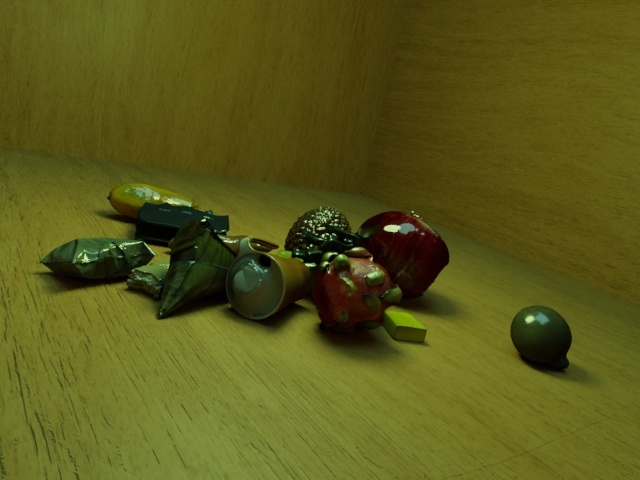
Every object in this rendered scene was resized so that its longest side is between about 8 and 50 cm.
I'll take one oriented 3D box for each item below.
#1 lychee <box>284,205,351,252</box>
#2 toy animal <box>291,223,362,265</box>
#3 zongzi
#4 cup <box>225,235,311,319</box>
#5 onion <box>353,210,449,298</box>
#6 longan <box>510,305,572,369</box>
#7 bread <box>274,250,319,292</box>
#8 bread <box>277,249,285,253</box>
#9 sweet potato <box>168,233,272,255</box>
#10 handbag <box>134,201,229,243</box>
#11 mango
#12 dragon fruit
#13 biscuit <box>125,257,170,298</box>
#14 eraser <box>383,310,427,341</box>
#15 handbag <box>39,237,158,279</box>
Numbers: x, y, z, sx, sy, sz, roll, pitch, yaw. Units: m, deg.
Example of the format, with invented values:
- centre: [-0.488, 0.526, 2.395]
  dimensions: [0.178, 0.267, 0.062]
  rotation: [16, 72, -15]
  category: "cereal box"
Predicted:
- centre: [0.000, 0.000, 1.964]
  dimensions: [0.267, 0.268, 0.267]
  rotation: [12, 13, -3]
  category: "lychee"
- centre: [0.016, 0.031, 1.595]
  dimensions: [0.146, 0.115, 0.245]
  rotation: [22, -18, -39]
  category: "toy animal"
- centre: [-0.319, 0.130, 1.461]
  dimensions: [0.138, 0.300, 0.286]
  rotation: [-7, -38, 26]
  category: "zongzi"
- centre: [-0.141, 0.098, 1.514]
  dimensions: [0.182, 0.226, 0.264]
  rotation: [-19, -8, 21]
  category: "cup"
- centre: [0.267, 0.043, 1.914]
  dimensions: [0.341, 0.342, 0.341]
  rotation: [12, 13, -3]
  category: "onion"
- centre: [0.660, 0.292, 1.591]
  dimensions: [0.184, 0.159, 0.204]
  rotation: [-22, 73, -42]
  category: "longan"
- centre: [0.022, 0.125, 1.747]
  dimensions: [0.383, 0.112, 0.166]
  rotation: [12, 11, 5]
  category: "bread"
- centre: [-0.113, 0.061, 2.094]
  dimensions: [0.110, 0.025, 0.110]
  rotation: [12, 14, -3]
  category: "bread"
- centre: [-0.343, 0.025, 1.861]
  dimensions: [0.354, 0.095, 0.106]
  rotation: [4, -6, -5]
  category: "sweet potato"
- centre: [-0.508, -0.054, 1.998]
  dimensions: [0.325, 0.119, 0.269]
  rotation: [11, 20, -13]
  category: "handbag"
- centre: [-0.660, -0.142, 2.145]
  dimensions: [0.359, 0.144, 0.187]
  rotation: [11, -2, -23]
  category: "mango"
- centre: [0.093, 0.140, 1.496]
  dimensions: [0.243, 0.228, 0.307]
  rotation: [1, -10, -9]
  category: "dragon fruit"
- centre: [-0.431, 0.100, 1.518]
  dimensions: [0.108, 0.062, 0.239]
  rotation: [17, 14, 15]
  category: "biscuit"
- centre: [0.243, 0.250, 1.577]
  dimensions: [0.097, 0.045, 0.122]
  rotation: [9, 13, -15]
  category: "eraser"
- centre: [-0.590, 0.049, 1.460]
  dimensions: [0.182, 0.117, 0.270]
  rotation: [-2, 3, 36]
  category: "handbag"
